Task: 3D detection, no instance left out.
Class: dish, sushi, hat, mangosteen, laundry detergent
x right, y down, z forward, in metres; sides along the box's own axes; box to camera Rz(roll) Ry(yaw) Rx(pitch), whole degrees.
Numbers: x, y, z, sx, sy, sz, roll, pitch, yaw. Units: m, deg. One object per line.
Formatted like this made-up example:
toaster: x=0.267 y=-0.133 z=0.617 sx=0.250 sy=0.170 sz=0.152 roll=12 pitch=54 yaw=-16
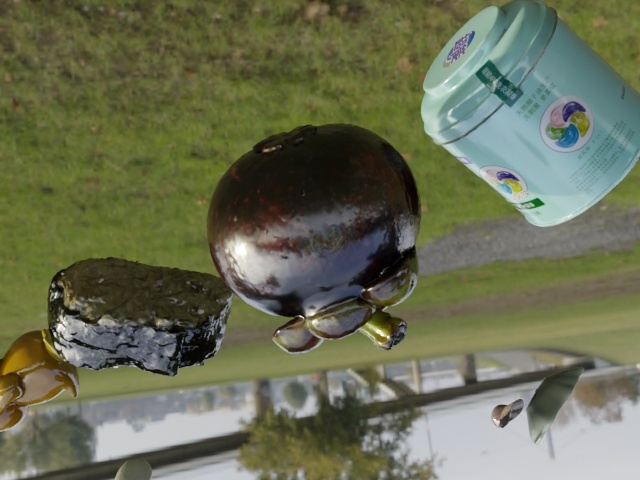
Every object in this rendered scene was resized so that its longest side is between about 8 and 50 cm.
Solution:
dish: x=0.298 y=0.215 z=1.142 sx=0.137 sy=0.039 sz=0.091 roll=-39 pitch=157 yaw=-48
sushi: x=-0.345 y=0.139 z=1.660 sx=0.350 sy=0.211 sz=0.171 roll=6 pitch=136 yaw=-16
hat: x=0.423 y=0.386 z=1.966 sx=0.058 sy=0.042 sz=0.087 roll=17 pitch=112 yaw=-49
mangosteen: x=-0.004 y=-0.013 z=1.250 sx=0.330 sy=0.330 sz=0.330 roll=-7 pitch=171 yaw=-1
laundry detergent: x=0.343 y=-0.225 z=1.443 sx=0.305 sy=0.287 sz=0.287 roll=37 pitch=155 yaw=-15

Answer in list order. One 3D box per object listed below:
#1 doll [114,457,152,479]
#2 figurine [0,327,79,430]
doll: x=-0.275 y=0.435 z=1.103 sx=0.159 sy=0.311 sz=0.242 roll=5 pitch=162 yaw=30
figurine: x=-0.603 y=0.274 z=1.748 sx=0.228 sy=0.215 sz=0.215 roll=-14 pitch=171 yaw=-4
